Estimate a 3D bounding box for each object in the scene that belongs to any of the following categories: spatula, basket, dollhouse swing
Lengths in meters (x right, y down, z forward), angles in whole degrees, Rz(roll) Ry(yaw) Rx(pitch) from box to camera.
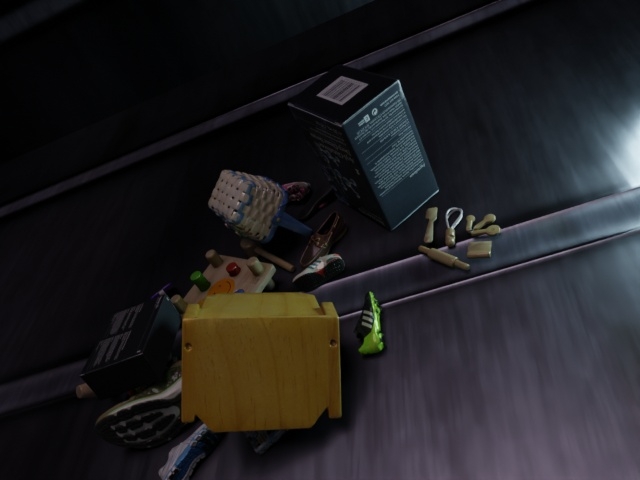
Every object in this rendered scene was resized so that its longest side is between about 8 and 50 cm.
[{"bbox_3d":[-0.488,0.174,1.735,0.084,0.030,0.296,-40,14,-13],"label":"spatula"},{"bbox_3d":[-0.191,-0.100,1.761,0.254,0.288,0.201,31,101,50],"label":"basket"},{"bbox_3d":[-0.146,0.275,1.363,0.346,0.305,0.315,0,81,-7],"label":"dollhouse swing"}]

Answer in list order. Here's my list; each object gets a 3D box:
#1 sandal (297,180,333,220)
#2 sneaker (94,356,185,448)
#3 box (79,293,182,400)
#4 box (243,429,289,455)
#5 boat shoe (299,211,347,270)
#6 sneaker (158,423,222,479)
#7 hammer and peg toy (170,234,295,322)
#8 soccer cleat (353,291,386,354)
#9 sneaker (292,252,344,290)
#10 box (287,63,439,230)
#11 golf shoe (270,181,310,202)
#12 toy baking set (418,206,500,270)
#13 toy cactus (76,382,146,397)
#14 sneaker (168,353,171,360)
[{"bbox_3d":[-0.005,-0.131,1.862,0.179,0.040,0.067,-49,34,-1],"label":"sandal"},{"bbox_3d":[-0.390,0.394,1.465,0.410,0.158,0.182,-26,27,-6],"label":"sneaker"},{"bbox_3d":[-0.498,0.279,1.494,0.184,0.103,0.261,-22,27,11],"label":"box"},{"bbox_3d":[-0.143,0.434,1.333,0.094,0.027,0.137,-40,40,-10],"label":"box"},{"bbox_3d":[0.000,0.000,1.682,0.073,0.073,0.207,16,58,39],"label":"boat shoe"},{"bbox_3d":[-0.320,0.502,1.341,0.191,0.071,0.083,-47,36,-21],"label":"sneaker"},{"bbox_3d":[-0.258,0.115,1.674,0.265,0.127,0.361,8,52,38],"label":"hammer and peg toy"},{"bbox_3d":[0.117,0.204,1.395,0.072,0.060,0.179,-18,43,17],"label":"soccer cleat"},{"bbox_3d":[-0.007,0.088,1.614,0.161,0.057,0.075,-29,22,4],"label":"sneaker"},{"bbox_3d":[0.130,-0.275,1.638,0.212,0.395,0.293,-40,39,-11],"label":"box"},{"bbox_3d":[-0.119,-0.163,1.953,0.186,0.068,0.086,-7,17,27],"label":"golf shoe"},{"bbox_3d":[0.364,-0.011,1.501,0.256,0.030,0.197,20,57,44],"label":"toy baking set"},{"bbox_3d":[-0.586,0.394,1.555,0.218,0.180,0.112,2,93,40],"label":"toy cactus"},{"bbox_3d":[-0.465,0.330,1.603,0.064,0.086,0.192,-61,33,9],"label":"sneaker"}]
